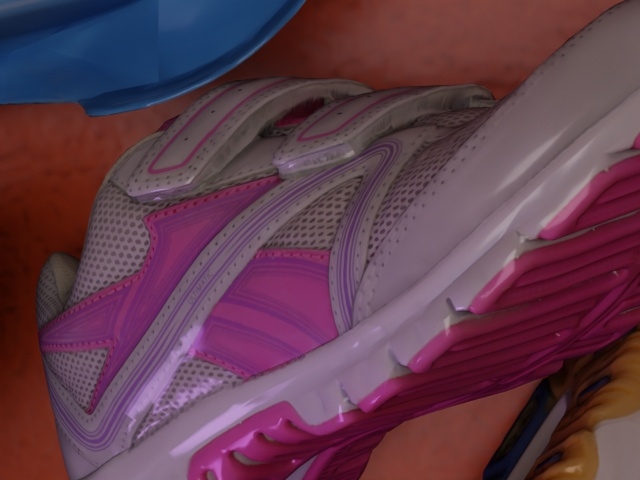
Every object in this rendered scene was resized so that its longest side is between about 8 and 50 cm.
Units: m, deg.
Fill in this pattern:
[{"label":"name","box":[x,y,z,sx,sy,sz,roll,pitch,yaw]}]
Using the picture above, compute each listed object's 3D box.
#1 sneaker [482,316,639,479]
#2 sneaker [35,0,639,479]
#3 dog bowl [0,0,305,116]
[{"label":"sneaker","box":[0.061,0.161,0.514,0.131,0.112,0.296,37,78,-4]},{"label":"sneaker","box":[0.000,0.000,0.516,0.252,0.103,0.111,-35,72,33]},{"label":"dog bowl","box":[-0.127,-0.105,0.567,0.297,0.074,0.166,-12,94,11]}]
